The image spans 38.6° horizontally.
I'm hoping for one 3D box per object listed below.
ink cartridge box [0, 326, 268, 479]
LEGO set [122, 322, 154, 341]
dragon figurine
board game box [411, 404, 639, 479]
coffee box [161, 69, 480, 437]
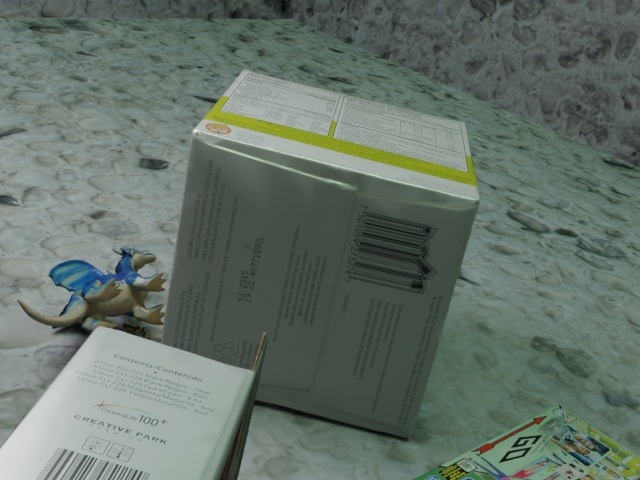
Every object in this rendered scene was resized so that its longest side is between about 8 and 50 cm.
[{"bbox_3d":[-0.149,0.238,0.672,0.130,0.309,0.272,16,23,3],"label":"ink cartridge box"},{"bbox_3d":[-0.245,0.135,1.199,0.054,0.023,0.083,17,11,1],"label":"LEGO set"},{"bbox_3d":[-0.301,0.074,1.193,0.144,0.085,0.289,10,16,34],"label":"dragon figurine"},{"bbox_3d":[0.278,0.309,1.073,0.317,0.046,0.214,-12,34,-45],"label":"board game box"},{"bbox_3d":[0.000,0.000,1.231,0.338,0.337,0.334,13,23,0],"label":"coffee box"}]
